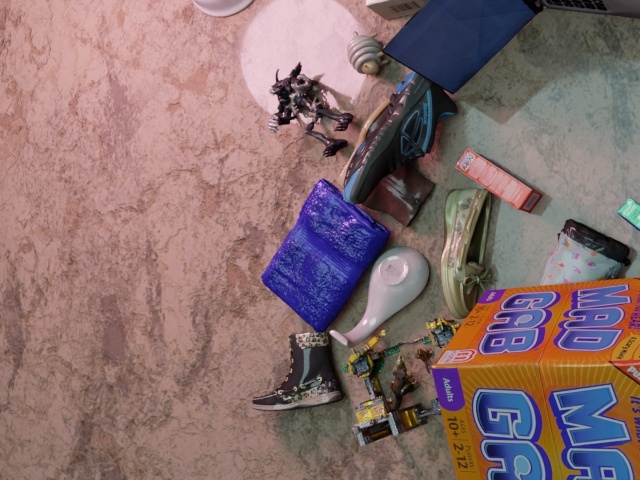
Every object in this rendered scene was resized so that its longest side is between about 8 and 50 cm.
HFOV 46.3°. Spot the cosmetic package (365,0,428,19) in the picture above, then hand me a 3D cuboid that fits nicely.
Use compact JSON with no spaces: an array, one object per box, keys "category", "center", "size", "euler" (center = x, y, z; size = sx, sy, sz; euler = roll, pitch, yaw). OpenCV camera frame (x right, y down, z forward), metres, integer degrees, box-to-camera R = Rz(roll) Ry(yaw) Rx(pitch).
[{"category":"cosmetic package","center":[0.189,-0.687,1.721],"size":[0.160,0.113,0.309],"euler":[-3,85,30]}]

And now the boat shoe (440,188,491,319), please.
[{"category":"boat shoe","center":[0.318,0.027,1.610],"size":[0.089,0.104,0.285],"euler":[-2,85,33]}]

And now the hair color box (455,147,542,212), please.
[{"category":"hair color box","center":[0.378,-0.126,1.590],"size":[0.167,0.093,0.053],"euler":[40,107,26]}]

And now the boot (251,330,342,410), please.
[{"category":"boot","center":[-0.067,0.322,1.832],"size":[0.236,0.085,0.178],"euler":[-12,79,23]}]

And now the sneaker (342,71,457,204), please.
[{"category":"sneaker","center":[0.174,-0.208,1.633],"size":[0.140,0.125,0.341],"euler":[36,82,-13]}]

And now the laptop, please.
[{"category":"laptop","center":[0.401,-0.397,1.425],"size":[0.408,0.382,0.236],"euler":[18,97,30]}]

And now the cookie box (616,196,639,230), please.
[{"category":"cookie box","center":[0.629,-0.032,1.439],"size":[0.107,0.092,0.040],"euler":[44,106,24]}]

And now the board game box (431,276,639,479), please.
[{"category":"board game box","center":[0.449,0.299,1.315],"size":[0.356,0.356,0.356],"euler":[-7,104,30]}]

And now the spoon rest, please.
[{"category":"spoon rest","center":[0.136,0.130,1.709],"size":[0.137,0.084,0.276],"euler":[36,81,32]}]

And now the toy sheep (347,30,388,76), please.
[{"category":"toy sheep","center":[0.106,-0.445,1.775],"size":[0.091,0.091,0.132],"euler":[-35,57,24]}]

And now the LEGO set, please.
[{"category":"LEGO set","center":[0.184,0.308,1.621],"size":[0.331,0.192,0.255],"euler":[-16,79,28]}]

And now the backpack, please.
[{"category":"backpack","center":[0.509,0.065,1.491],"size":[0.152,0.115,0.182],"euler":[32,106,25]}]

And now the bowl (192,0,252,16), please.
[{"category":"bowl","center":[-0.284,-0.758,1.990],"size":[0.298,0.134,0.298],"euler":[-1,87,31]}]

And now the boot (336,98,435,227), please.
[{"category":"boot","center":[0.177,-0.179,1.735],"size":[0.207,0.090,0.248],"euler":[30,98,14]}]

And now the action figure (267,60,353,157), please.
[{"category":"action figure","center":[-0.049,-0.329,1.827],"size":[0.276,0.141,0.164],"euler":[40,118,24]}]

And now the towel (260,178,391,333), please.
[{"category":"towel","center":[-0.001,0.037,1.770],"size":[0.228,0.076,0.308],"euler":[40,111,25]}]
